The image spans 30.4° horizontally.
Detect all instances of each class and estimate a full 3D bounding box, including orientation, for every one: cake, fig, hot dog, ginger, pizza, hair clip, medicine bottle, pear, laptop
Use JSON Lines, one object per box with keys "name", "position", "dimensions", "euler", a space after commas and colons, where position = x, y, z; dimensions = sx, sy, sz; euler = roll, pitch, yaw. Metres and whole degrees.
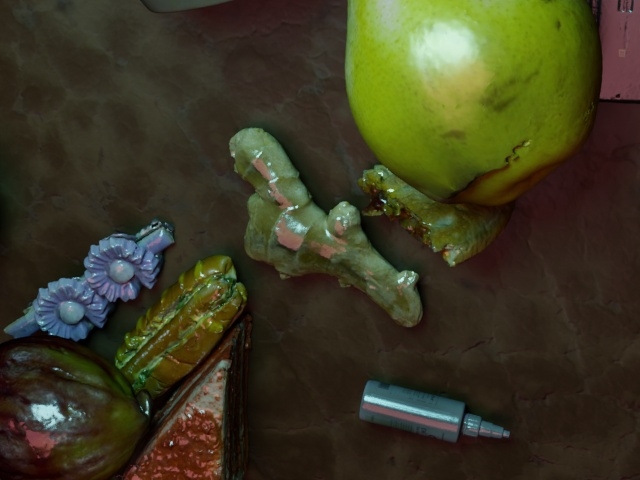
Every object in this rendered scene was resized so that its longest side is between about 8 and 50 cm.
{"name": "cake", "position": [-0.133, 0.255, 1.604], "dimensions": [0.159, 0.158, 0.262], "euler": [38, 117, -7]}
{"name": "fig", "position": [-0.356, 0.234, 1.564], "dimensions": [0.263, 0.224, 0.224], "euler": [9, 119, 42]}
{"name": "hot dog", "position": [-0.194, 0.127, 1.594], "dimensions": [0.269, 0.072, 0.115], "euler": [-47, 67, 28]}
{"name": "ginger", "position": [0.000, 0.000, 1.498], "dimensions": [0.333, 0.081, 0.148], "euler": [36, 103, -3]}
{"name": "pizza", "position": [0.127, -0.035, 1.432], "dimensions": [0.194, 0.154, 0.069], "euler": [23, 139, 29]}
{"name": "hair clip", "position": [-0.312, 0.062, 1.621], "dimensions": [0.292, 0.084, 0.106], "euler": [-33, 119, 21]}
{"name": "medicine bottle", "position": [0.153, 0.235, 1.566], "dimensions": [0.199, 0.057, 0.058], "euler": [13, 116, 10]}
{"name": "pear", "position": [0.146, -0.202, 1.256], "dimensions": [0.285, 0.285, 0.336], "euler": [-50, 54, 28]}
{"name": "laptop", "position": [0.327, -0.248, 1.321], "dimensions": [0.135, 0.016, 0.197], "euler": [5, 115, 13]}

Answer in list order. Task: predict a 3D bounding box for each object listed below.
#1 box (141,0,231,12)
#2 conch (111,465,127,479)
{"name": "box", "position": [-0.113, -0.381, 1.245], "dimensions": [0.301, 0.301, 0.216], "euler": [-9, 117, 20]}
{"name": "conch", "position": [-0.394, 0.375, 1.733], "dimensions": [0.277, 0.195, 0.220], "euler": [-17, 73, 45]}
